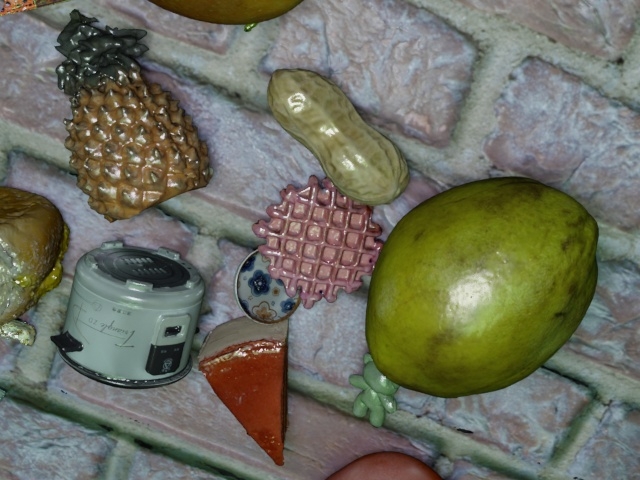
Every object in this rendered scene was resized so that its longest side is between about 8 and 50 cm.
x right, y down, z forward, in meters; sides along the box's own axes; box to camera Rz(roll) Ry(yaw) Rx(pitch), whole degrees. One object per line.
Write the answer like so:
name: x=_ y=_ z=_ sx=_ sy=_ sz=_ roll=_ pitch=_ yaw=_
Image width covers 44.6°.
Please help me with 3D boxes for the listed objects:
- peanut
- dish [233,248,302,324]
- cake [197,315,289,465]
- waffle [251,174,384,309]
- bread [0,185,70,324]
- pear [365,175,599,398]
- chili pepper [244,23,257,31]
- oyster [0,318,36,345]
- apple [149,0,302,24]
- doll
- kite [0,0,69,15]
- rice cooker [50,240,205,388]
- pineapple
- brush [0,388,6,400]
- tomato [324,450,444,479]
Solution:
peanut: x=0.027 y=-0.170 z=1.293 sx=0.120 sy=0.136 sz=0.298 roll=-42 pitch=102 yaw=19
dish: x=-0.108 y=0.081 z=1.432 sx=0.141 sy=0.078 sz=0.141 roll=0 pitch=89 yaw=-31
cake: x=-0.083 y=0.258 z=1.448 sx=0.160 sy=0.158 sz=0.262 roll=-31 pitch=108 yaw=14
waffle: x=0.000 y=0.000 z=1.383 sx=0.221 sy=0.055 sz=0.234 roll=-32 pitch=108 yaw=1
bread: x=-0.537 y=0.035 z=1.339 sx=0.176 sy=0.246 sz=0.195 roll=16 pitch=113 yaw=-1
pear: x=0.253 y=0.075 z=1.272 sx=0.413 sy=0.352 sz=0.352 roll=-42 pitch=103 yaw=12
chili pepper: x=-0.108 y=-0.382 z=1.283 sx=0.030 sy=0.017 sz=0.083 roll=20 pitch=111 yaw=-3
oyster: x=-0.589 y=0.171 z=1.512 sx=0.083 sy=0.019 sz=0.054 roll=23 pitch=111 yaw=-8
apple: x=-0.144 y=-0.489 z=1.083 sx=0.384 sy=0.374 sz=0.374 roll=38 pitch=108 yaw=5
doll: x=0.108 y=0.289 z=1.503 sx=0.115 sy=0.078 sz=0.150 roll=37 pitch=126 yaw=29
kite: x=-0.438 y=-0.434 z=1.285 sx=0.125 sy=0.008 sz=0.222 roll=30 pitch=109 yaw=-8
rice cooker: x=-0.330 y=0.141 z=1.372 sx=0.241 sy=0.281 sz=0.226 roll=29 pitch=110 yaw=36
pineapple: x=-0.330 y=-0.221 z=1.270 sx=0.223 sy=0.223 sz=0.357 roll=-20 pitch=97 yaw=10
brush: x=-0.744 y=0.281 z=1.564 sx=0.218 sy=0.010 sz=0.082 roll=31 pitch=109 yaw=-8
tomato: x=0.115 y=0.571 z=1.470 sx=0.322 sy=0.321 sz=0.321 roll=1 pitch=110 yaw=2
